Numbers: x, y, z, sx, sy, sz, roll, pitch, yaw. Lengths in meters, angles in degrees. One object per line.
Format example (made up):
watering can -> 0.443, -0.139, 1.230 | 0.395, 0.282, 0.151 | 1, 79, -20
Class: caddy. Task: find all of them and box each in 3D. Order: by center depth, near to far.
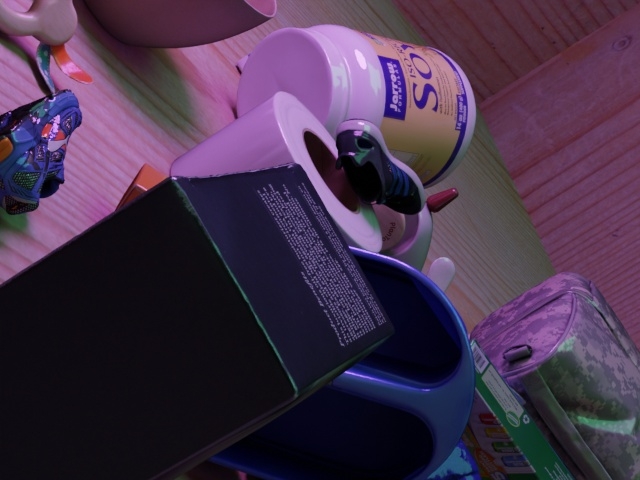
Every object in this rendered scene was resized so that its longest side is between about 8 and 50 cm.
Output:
caddy -> -0.011, 0.117, 1.414 | 0.341, 0.241, 0.179 | 16, 1, 13

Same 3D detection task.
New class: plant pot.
plant pot -> -0.216, -0.367, 1.918 | 0.284, 0.191, 0.284 | 51, 18, -23

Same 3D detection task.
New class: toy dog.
toy dog -> 0.155, 0.041, 2.167 | 0.220, 0.161, 0.333 | -90, 164, -49

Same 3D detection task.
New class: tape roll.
tape roll -> -0.054, -0.047, 1.848 | 0.246, 0.169, 0.246 | 52, 18, -24

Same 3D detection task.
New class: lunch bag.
lunch bag -> 0.330, 0.220, 1.875 | 0.305, 0.212, 0.256 | 55, 15, -11

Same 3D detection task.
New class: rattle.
rattle -> -0.347, -0.266, 1.631 | 0.130, 0.143, 0.199 | -59, 139, -37

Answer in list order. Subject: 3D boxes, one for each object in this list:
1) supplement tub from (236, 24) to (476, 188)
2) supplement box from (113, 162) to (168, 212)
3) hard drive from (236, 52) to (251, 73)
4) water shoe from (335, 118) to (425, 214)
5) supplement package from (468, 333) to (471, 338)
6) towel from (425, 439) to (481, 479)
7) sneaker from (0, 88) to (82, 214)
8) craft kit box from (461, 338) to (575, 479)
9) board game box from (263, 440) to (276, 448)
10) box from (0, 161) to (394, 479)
supplement tub -> 0.057, -0.206, 2.241 | 0.331, 0.241, 0.241 | 4, 53, -47
supplement box -> -0.115, 0.014, 1.571 | 0.233, 0.080, 0.078 | 33, 20, -10
hard drive -> -0.016, -0.161, 2.416 | 0.318, 0.040, 0.210 | 61, 16, 10
water shoe -> 0.071, -0.075, 1.882 | 0.203, 0.073, 0.080 | 47, 46, -44
supplement package -> 0.208, 0.282, 2.058 | 0.194, 0.149, 0.203 | 53, 16, -15
towel -> 0.027, 0.189, 1.660 | 0.228, 0.076, 0.308 | -17, 74, -32
sneaker -> -0.286, -0.085, 1.413 | 0.221, 0.083, 0.087 | -63, 133, -66
craft kit box -> 0.160, 0.255, 1.806 | 0.250, 0.247, 0.061 | 54, 49, -14
board game box -> 0.023, 0.204, 1.583 | 0.136, 0.035, 0.201 | 36, 55, -6
box -> -0.135, 0.091, 1.108 | 0.182, 0.296, 0.294 | 60, 17, 5
